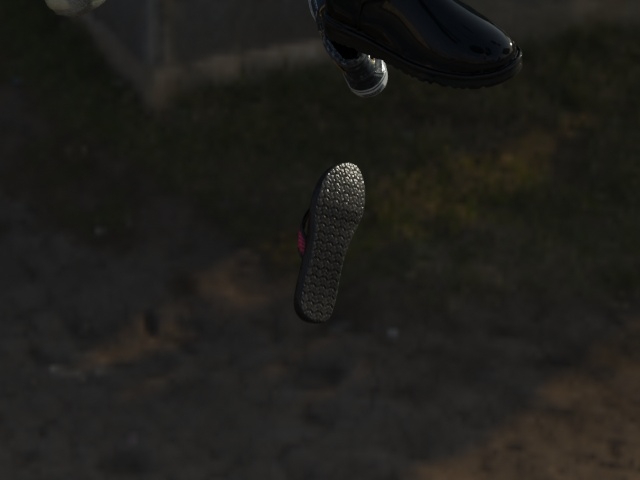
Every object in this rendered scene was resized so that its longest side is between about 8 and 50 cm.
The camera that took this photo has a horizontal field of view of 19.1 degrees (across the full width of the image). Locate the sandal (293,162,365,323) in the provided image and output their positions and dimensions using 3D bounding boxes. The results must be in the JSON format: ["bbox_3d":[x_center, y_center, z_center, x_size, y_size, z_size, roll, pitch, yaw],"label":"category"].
[{"bbox_3d":[0.000,0.000,2.029,0.067,0.179,0.040,22,-11,-36],"label":"sandal"}]

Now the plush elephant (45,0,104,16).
[{"bbox_3d":[-0.310,-0.430,1.975,0.255,0.330,0.272,13,46,16],"label":"plush elephant"}]

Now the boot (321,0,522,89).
[{"bbox_3d":[0.097,-0.282,1.986,0.246,0.207,0.094,23,48,28],"label":"boot"}]

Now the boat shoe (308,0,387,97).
[{"bbox_3d":[0.025,-0.256,2.182,0.065,0.083,0.183,-27,60,6],"label":"boat shoe"}]
